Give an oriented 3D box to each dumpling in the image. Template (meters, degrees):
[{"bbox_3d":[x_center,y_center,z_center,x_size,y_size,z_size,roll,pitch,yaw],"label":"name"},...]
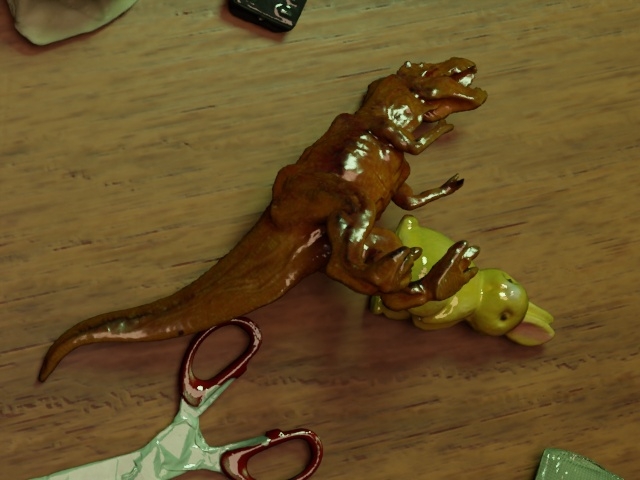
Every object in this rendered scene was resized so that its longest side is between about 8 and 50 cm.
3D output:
[{"bbox_3d":[-0.171,-0.240,1.380,0.150,0.092,0.176,6,79,-29],"label":"dumpling"}]

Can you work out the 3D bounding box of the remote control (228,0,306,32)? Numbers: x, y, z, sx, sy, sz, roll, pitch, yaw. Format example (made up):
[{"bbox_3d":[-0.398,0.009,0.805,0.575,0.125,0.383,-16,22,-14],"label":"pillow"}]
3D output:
[{"bbox_3d":[-0.008,-0.286,1.457,0.063,0.025,0.245,24,80,-14],"label":"remote control"}]

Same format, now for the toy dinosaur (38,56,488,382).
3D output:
[{"bbox_3d":[0.000,0.000,1.367,0.432,0.208,0.097,-38,137,-20],"label":"toy dinosaur"}]

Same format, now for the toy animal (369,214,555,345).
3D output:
[{"bbox_3d":[0.125,0.041,1.452,0.159,0.070,0.083,18,79,-19],"label":"toy animal"}]

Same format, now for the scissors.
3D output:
[{"bbox_3d":[-0.129,0.171,1.395,0.247,0.017,0.144,-29,93,-14],"label":"scissors"}]

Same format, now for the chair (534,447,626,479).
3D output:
[{"bbox_3d":[0.198,0.331,1.391,0.160,0.186,0.319,28,81,-7],"label":"chair"}]
